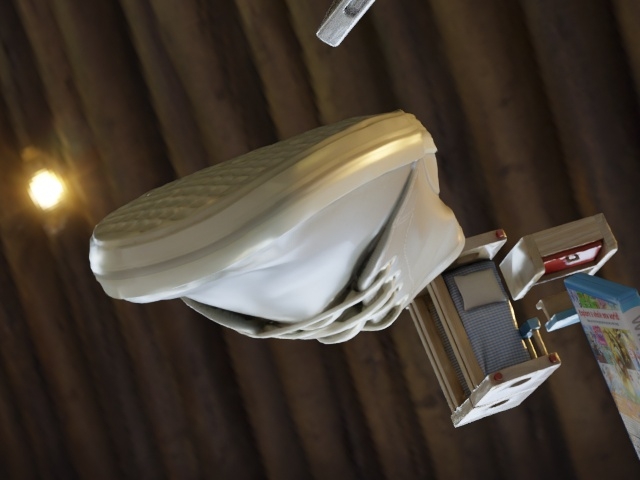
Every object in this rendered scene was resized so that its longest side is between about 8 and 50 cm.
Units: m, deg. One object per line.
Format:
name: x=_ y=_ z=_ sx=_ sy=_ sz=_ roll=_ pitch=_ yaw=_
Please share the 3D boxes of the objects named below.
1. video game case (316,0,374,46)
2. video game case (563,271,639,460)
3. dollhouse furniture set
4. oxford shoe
video game case: x=0.080 y=-0.273 z=1.159 sx=0.023 sy=0.212 sz=0.193 roll=31 pitch=-27 yaw=-9
video game case: x=0.193 y=0.100 z=0.864 sx=0.119 sy=0.015 sz=0.166 roll=-141 pitch=-153 yaw=-84
dollhouse furniture set: x=0.191 y=0.059 z=1.296 sx=0.129 sy=0.183 sz=0.129 roll=115 pitch=-45 yaw=-66
oxford shoe: x=0.000 y=0.000 z=0.883 sx=0.169 sy=0.449 sz=0.130 roll=-15 pitch=-89 yaw=14
